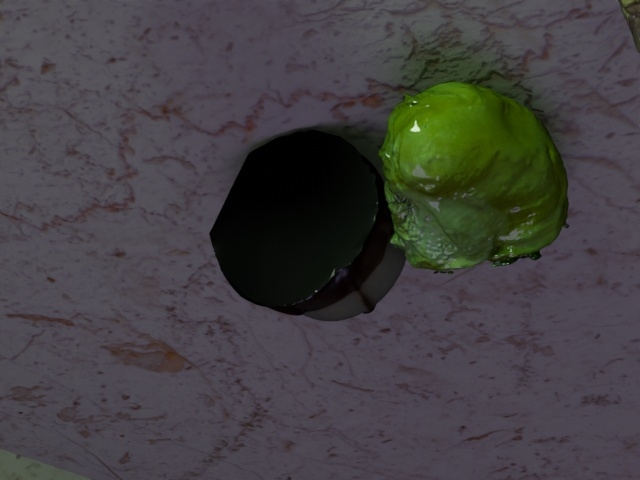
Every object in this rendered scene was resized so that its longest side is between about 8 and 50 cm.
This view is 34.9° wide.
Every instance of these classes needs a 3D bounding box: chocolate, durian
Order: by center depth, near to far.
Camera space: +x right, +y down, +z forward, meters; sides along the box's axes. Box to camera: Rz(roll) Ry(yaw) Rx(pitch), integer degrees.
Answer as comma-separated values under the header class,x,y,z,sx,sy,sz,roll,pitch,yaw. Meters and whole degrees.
class,x,y,z,sx,sy,sz,roll,pitch,yaw
durian,0.209,-0.082,1.381,0.204,0.256,0.339,30,151,42
chocolate,0.000,0.000,1.519,0.284,0.283,0.186,-10,154,22

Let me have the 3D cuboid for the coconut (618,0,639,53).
class,x,y,z,sx,sy,sz,roll,pitch,yaw
coconut,0.459,-0.323,0.968,0.346,0.360,0.346,29,160,11
